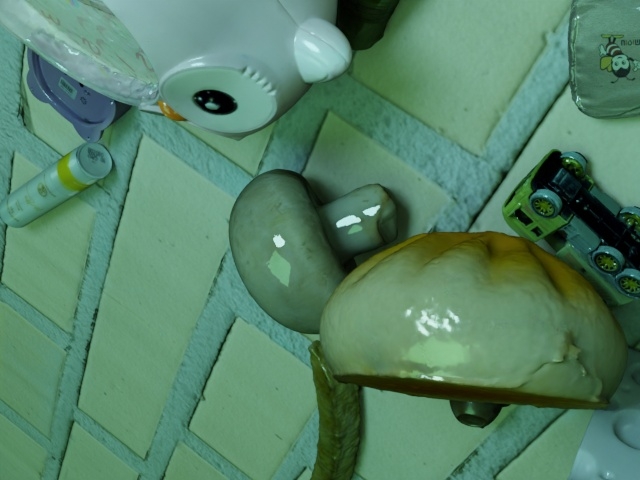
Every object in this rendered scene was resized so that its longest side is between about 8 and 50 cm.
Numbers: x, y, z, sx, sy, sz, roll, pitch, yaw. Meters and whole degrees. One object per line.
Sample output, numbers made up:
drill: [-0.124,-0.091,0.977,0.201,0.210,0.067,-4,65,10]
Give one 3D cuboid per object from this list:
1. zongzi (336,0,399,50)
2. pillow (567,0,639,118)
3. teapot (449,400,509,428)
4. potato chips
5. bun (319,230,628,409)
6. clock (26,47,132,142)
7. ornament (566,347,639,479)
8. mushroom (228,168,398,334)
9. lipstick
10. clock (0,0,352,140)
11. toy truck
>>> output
zongzi: [0.025,-0.261,0.834,0.130,0.062,0.154,59,154,15]
pillow: [0.319,-0.164,0.685,0.232,0.038,0.131,5,118,36]
teapot: [0.193,0.196,1.019,0.085,0.080,0.110,20,148,-5]
potato chips: [0.014,0.308,1.230,0.080,0.057,0.407,33,136,31]
bun: [0.152,0.073,0.817,0.298,0.299,0.165,-3,75,37]
clock: [-0.321,-0.209,1.102,0.152,0.050,0.110,41,135,4]
ornament: [0.373,0.299,0.838,0.239,0.240,0.240,17,129,24]
mushroom: [0.000,0.000,0.950,0.204,0.204,0.204,19,130,24]
lipstick: [-0.408,-0.080,1.252,0.264,0.059,0.059,-20,108,43]
clock: [-0.148,-0.273,0.772,0.376,0.251,0.368,39,163,-15]
toy truck: [0.259,-0.003,0.822,0.169,0.077,0.100,41,149,-1]
